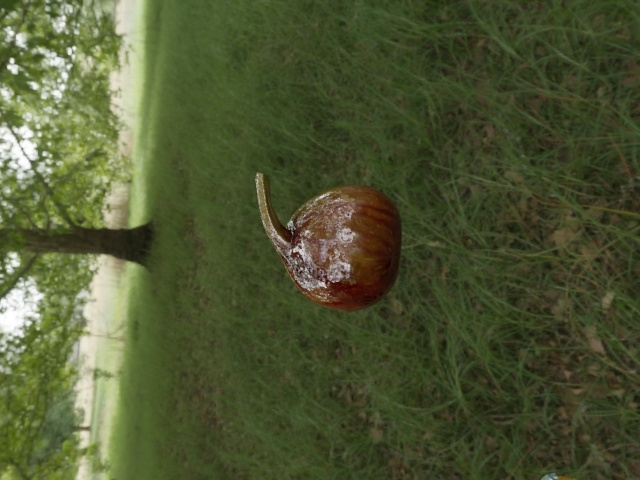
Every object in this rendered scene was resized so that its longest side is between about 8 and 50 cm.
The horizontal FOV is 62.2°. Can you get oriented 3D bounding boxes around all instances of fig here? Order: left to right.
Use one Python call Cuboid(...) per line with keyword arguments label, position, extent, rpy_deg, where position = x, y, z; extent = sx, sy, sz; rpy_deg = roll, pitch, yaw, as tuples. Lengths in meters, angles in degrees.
Cuboid(label="fig", position=(0.003, 0.007, 0.713), extent=(0.175, 0.207, 0.175), rpy_deg=(-176, 90, -66))

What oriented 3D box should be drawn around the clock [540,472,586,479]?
Cuboid(label="clock", position=(0.531, 0.556, 1.106), extent=(0.231, 0.144, 0.103), rpy_deg=(76, -144, -57))
